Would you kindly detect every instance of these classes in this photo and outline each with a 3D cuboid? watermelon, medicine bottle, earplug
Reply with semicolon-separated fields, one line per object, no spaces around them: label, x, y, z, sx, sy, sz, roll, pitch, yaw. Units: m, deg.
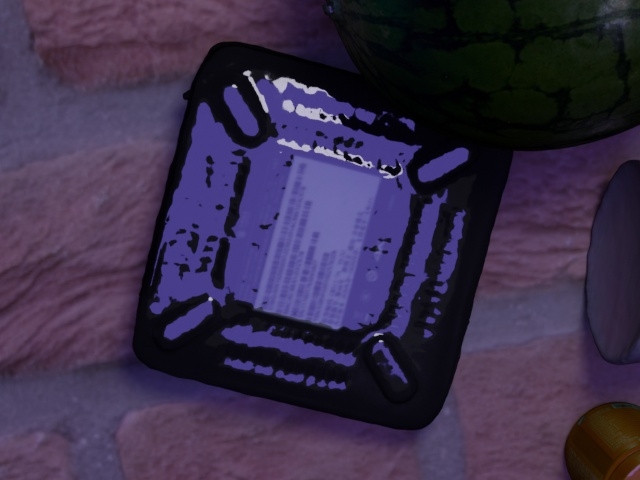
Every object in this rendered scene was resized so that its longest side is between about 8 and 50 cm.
watermelon;0.169;-0.234;1.283;0.363;0.363;0.363;0;97;-3
medicine bottle;0.269;0.200;1.412;0.096;0.192;0.096;0;97;-4
earplug;0.395;0.030;1.423;0.301;0.172;0.172;5;97;-9

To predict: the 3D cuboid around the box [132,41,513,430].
box;0.000;0.000;1.433;0.289;0.073;0.290;15;96;-5
